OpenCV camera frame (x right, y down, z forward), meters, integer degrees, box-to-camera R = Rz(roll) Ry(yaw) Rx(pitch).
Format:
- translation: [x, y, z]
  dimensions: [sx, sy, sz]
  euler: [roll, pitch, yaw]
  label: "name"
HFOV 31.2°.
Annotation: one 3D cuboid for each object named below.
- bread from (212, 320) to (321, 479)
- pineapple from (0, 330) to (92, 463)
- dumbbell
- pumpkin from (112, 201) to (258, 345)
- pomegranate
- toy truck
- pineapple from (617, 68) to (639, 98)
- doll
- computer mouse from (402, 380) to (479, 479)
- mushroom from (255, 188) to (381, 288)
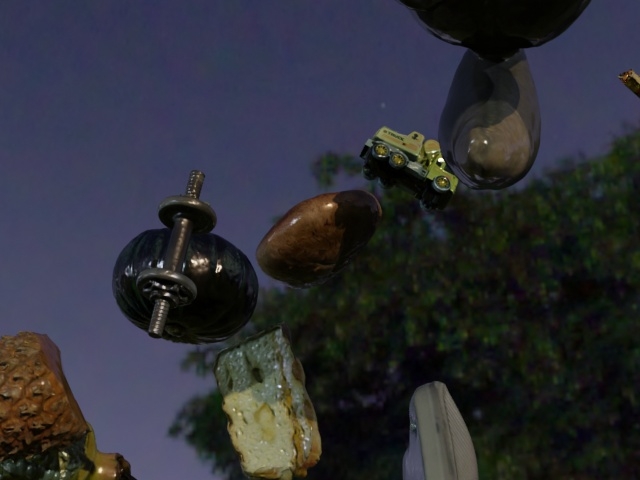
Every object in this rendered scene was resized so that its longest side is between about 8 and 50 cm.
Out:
- translation: [-0.074, 0.240, 1.651]
  dimensions: [0.128, 0.231, 0.088]
  euler: [-18, -23, 4]
  label: "bread"
- translation: [-0.554, 0.271, 1.763]
  dimensions: [0.362, 0.202, 0.202]
  euler: [-18, -30, -8]
  label: "pineapple"
- translation: [-0.187, 0.014, 1.500]
  dimensions: [0.082, 0.253, 0.081]
  euler: [8, -31, 5]
  label: "dumbbell"
- translation: [-0.221, 0.050, 1.941]
  dimensions: [0.248, 0.248, 0.248]
  euler: [-2, -31, -1]
  label: "pumpkin"
- translation: [-0.480, 0.410, 2.019]
  dimensions: [0.341, 0.260, 0.260]
  euler: [15, -34, -5]
  label: "pomegranate"
- translation: [0.174, -0.146, 2.163]
  dimensions: [0.191, 0.116, 0.085]
  euler: [28, -33, 3]
  label: "toy truck"
- translation: [0.410, -0.197, 1.479]
  dimensions: [0.019, 0.045, 0.083]
  euler: [-39, -48, 24]
  label: "pineapple"
- translation: [0.213, -0.237, 1.281]
  dimensions: [0.252, 0.378, 0.382]
  euler: [-15, 11, 15]
  label: "doll"
- translation: [0.165, 0.332, 1.512]
  dimensions: [0.095, 0.331, 0.197]
  euler: [-2, -54, -1]
  label: "computer mouse"
- translation: [0.000, 0.000, 2.346]
  dimensions: [0.278, 0.146, 0.278]
  euler: [-23, -30, -14]
  label: "mushroom"
